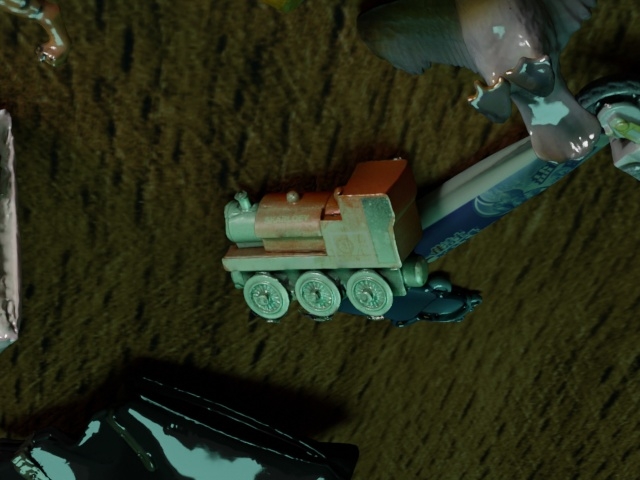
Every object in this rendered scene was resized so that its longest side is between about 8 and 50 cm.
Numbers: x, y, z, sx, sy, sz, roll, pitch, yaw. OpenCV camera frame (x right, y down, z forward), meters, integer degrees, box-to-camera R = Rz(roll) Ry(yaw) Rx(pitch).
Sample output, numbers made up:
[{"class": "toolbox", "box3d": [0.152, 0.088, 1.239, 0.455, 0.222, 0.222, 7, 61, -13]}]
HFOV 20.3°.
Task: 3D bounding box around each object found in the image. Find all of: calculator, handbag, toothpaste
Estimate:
[{"class": "calculator", "box3d": [0.075, 0.052, 1.590, 0.141, 0.019, 0.094, 10, 150, -23]}, {"class": "handbag", "box3d": [-0.157, 0.247, 1.828, 0.288, 0.152, 0.342, 33, 138, -29]}, {"class": "toothpaste", "box3d": [0.121, -0.031, 1.413, 0.069, 0.047, 0.268, 30, 137, -27]}]

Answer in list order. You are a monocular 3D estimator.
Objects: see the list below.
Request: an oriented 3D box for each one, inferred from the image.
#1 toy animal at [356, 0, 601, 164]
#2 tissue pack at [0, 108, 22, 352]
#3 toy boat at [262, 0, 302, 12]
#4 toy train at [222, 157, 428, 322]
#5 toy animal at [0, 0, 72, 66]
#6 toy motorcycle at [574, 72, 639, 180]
[{"class": "toy animal", "box3d": [0.118, -0.151, 1.101, 0.272, 0.160, 0.197, -24, 143, 24]}, {"class": "tissue pack", "box3d": [-0.327, 0.031, 1.341, 0.124, 0.201, 0.271, 9, 151, -33]}, {"class": "toy boat", "box3d": [-0.016, -0.210, 1.048, 0.088, 0.089, 0.229, 43, 146, 2]}, {"class": "toy train", "box3d": [0.000, 0.000, 1.417, 0.176, 0.074, 0.118, 0, 118, 28]}, {"class": "toy animal", "box3d": [-0.228, -0.180, 1.083, 0.255, 0.114, 0.116, -6, 137, -29]}, {"class": "toy motorcycle", "box3d": [0.287, -0.083, 1.290, 0.151, 0.074, 0.228, -25, 143, 32]}]
